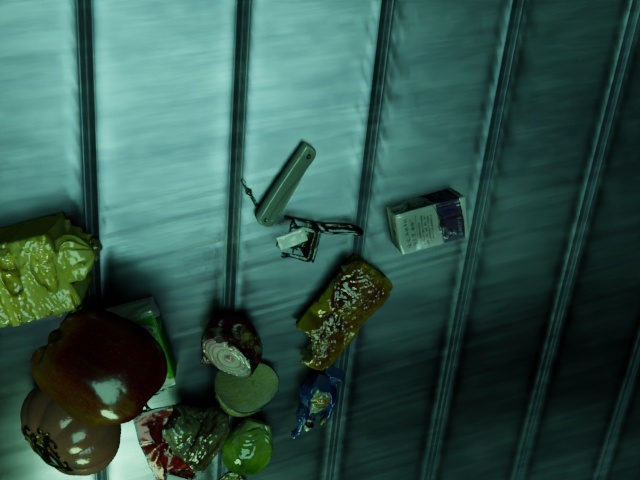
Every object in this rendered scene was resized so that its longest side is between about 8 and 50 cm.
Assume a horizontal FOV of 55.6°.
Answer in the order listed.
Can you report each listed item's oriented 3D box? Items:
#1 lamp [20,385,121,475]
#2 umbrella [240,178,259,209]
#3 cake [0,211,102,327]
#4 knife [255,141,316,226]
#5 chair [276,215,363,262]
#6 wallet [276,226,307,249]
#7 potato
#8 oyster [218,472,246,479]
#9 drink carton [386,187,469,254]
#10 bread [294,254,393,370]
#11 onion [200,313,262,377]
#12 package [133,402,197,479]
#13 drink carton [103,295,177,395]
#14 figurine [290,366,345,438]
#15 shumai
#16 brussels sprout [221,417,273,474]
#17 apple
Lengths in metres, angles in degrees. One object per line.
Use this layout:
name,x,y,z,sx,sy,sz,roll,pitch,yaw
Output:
lamp,-0.694,0.516,1.729,0.239,0.305,0.305,-45,124,-44
umbrella,-0.192,-0.115,1.731,0.022,0.022,0.149,-49,130,-33
cake,-0.706,0.068,1.561,0.286,0.227,0.222,-15,112,-8
knife,-0.096,-0.155,1.721,0.073,0.040,0.265,26,101,-37
chair,0.000,0.000,1.771,0.229,0.106,0.113,10,107,-16
wallet,-0.078,-0.006,1.687,0.083,0.011,0.044,-21,112,-6
potato,-0.239,0.468,1.885,0.202,0.182,0.117,-31,157,-40
oyster,-0.321,0.839,2.059,0.146,0.045,0.122,6,95,-16
drink carton,0.321,-0.059,1.830,0.222,0.102,0.134,-16,115,-7
bread,0.050,0.227,1.871,0.185,0.109,0.380,33,102,-23
onion,-0.280,0.317,1.820,0.195,0.140,0.218,39,135,-22
package,-0.475,0.657,1.933,0.194,0.071,0.269,-12,110,-24
drink carton,-0.521,0.314,1.765,0.161,0.108,0.271,-15,113,-7
figurine,-0.020,0.516,1.968,0.164,0.121,0.262,0,125,-52
shumai,-0.391,0.584,1.882,0.184,0.185,0.218,-44,163,-32
brussels sprout,-0.234,0.665,1.952,0.161,0.144,0.181,6,87,5
apple,-0.557,0.325,1.560,0.317,0.288,0.288,40,97,-12
